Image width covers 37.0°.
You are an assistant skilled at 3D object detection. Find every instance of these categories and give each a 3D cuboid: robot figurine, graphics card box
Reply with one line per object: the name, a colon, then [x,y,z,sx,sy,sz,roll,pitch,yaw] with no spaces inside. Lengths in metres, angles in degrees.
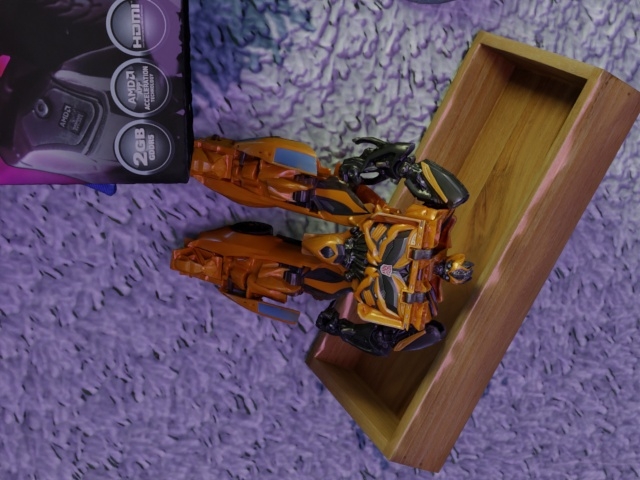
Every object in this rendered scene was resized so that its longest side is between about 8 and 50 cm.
robot figurine: [0.000,0.000,0.906,0.085,0.291,0.211,-25,126,-60]
graphics card box: [-0.280,-0.158,0.696,0.371,0.094,0.232,-1,114,-7]

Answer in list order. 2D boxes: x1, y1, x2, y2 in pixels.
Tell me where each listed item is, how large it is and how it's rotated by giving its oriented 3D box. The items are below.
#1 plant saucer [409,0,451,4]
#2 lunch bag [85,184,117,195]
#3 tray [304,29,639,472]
plant saucer: [0.122,-0.331,0.946,0.195,0.037,0.194,-6,109,-17]
lunch bag: [-0.276,-0.198,0.790,0.293,0.138,0.220,18,111,-21]
tray: [0.143,0.004,0.976,0.076,0.203,0.410,23,100,-31]
